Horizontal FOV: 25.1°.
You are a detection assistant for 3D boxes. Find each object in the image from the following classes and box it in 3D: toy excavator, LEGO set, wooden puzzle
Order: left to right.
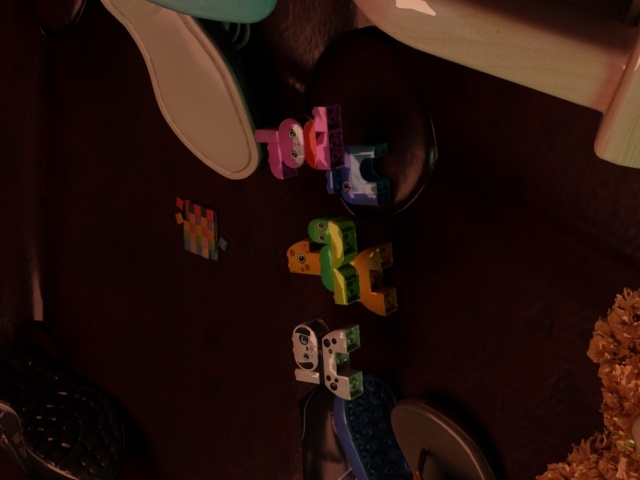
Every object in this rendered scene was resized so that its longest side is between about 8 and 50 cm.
[{"bbox_3d":[-0.112,-0.010,1.341,0.083,0.006,0.049,20,117,48],"label":"wooden puzzle"},{"bbox_3d":[0.000,0.000,1.130,0.093,0.087,0.227,5,106,36],"label":"LEGO set"},{"bbox_3d":[0.002,-0.212,0.919,0.445,0.433,0.222,-104,25,-50],"label":"toy excavator"}]

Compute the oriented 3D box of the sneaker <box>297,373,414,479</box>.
[{"bbox_3d":[0.039,0.225,1.173,0.090,0.081,0.232,-20,79,56],"label":"sneaker"}]

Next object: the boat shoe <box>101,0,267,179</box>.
[{"bbox_3d":[-0.114,-0.172,1.222,0.095,0.079,0.254,-34,91,38],"label":"boat shoe"}]

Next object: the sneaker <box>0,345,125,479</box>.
[{"bbox_3d":[-0.290,0.222,1.596,0.283,0.107,0.124,29,138,48],"label":"sneaker"}]

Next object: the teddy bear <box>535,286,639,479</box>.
[{"bbox_3d":[0.227,0.197,0.890,0.245,0.113,0.338,42,132,33],"label":"teddy bear"}]

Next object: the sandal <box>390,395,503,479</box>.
[{"bbox_3d":[0.101,0.225,1.101,0.090,0.060,0.219,-20,86,53],"label":"sandal"}]
